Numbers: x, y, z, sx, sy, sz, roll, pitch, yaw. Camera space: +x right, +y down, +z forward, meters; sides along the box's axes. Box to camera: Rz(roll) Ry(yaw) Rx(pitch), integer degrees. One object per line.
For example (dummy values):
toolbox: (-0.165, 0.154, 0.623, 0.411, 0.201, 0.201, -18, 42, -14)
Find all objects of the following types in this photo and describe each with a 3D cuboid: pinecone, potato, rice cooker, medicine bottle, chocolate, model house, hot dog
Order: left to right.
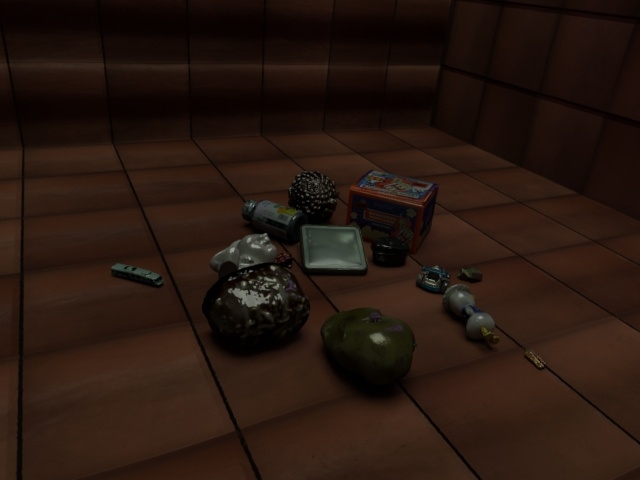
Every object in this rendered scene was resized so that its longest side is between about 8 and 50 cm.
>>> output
chocolate: (-0.183, 0.223, 1.667, 0.340, 0.225, 0.210, -12, 40, -31)
medicine bottle: (-0.213, -0.098, 2.357, 0.293, 0.141, 0.141, 19, 30, 26)
pinecone: (-0.020, -0.188, 2.452, 0.246, 0.246, 0.292, 14, -9, 16)
potato: (0.132, 0.309, 1.585, 0.218, 0.202, 0.351, -31, 30, -33)
rice cooker: (0.294, 0.045, 2.212, 0.165, 0.106, 0.112, -4, 29, -10)
model house: (0.616, 0.141, 2.149, 0.083, 0.057, 0.058, 11, 48, -33)
hot dog: (0.701, 0.388, 1.711, 0.037, 0.021, 0.083, -23, 36, -7)

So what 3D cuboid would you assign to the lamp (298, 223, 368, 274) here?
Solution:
lamp: (0.050, 0.035, 2.182, 0.269, 0.047, 0.266, 2, 42, -9)

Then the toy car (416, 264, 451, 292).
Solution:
toy car: (0.463, 0.131, 2.080, 0.126, 0.098, 0.161, 20, 32, 22)

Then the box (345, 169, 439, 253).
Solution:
box: (0.336, -0.150, 2.433, 0.348, 0.257, 0.318, 16, 28, 20)

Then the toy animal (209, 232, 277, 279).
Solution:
toy animal: (-0.260, 0.081, 1.930, 0.271, 0.206, 0.265, 25, 32, -14)

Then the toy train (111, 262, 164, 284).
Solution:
toy train: (-0.676, 0.126, 1.941, 0.207, 0.047, 0.043, 12, 29, 15)

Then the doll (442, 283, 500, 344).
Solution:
doll: (0.525, 0.253, 1.840, 0.138, 0.119, 0.293, 41, 9, -33)

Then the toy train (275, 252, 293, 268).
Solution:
toy train: (-0.173, 0.087, 2.105, 0.087, 0.050, 0.138, 21, 31, 35)
